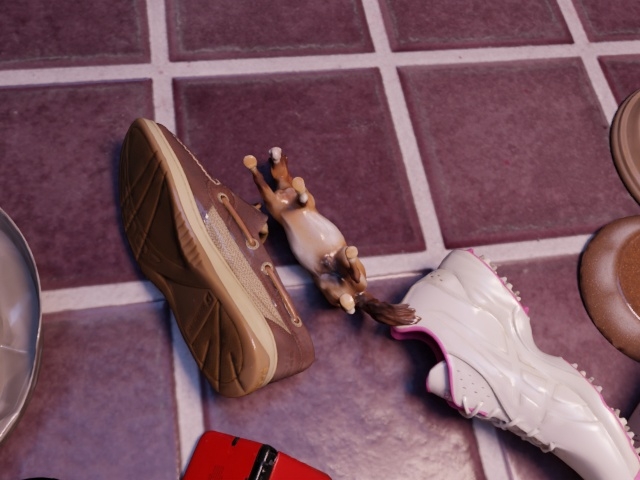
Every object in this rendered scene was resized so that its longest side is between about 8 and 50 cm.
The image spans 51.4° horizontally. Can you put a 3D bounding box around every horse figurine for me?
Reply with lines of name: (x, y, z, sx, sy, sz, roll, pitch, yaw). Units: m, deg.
horse figurine: (0.000, 0.000, 0.723, 0.066, 0.174, 0.263, -37, 82, -3)

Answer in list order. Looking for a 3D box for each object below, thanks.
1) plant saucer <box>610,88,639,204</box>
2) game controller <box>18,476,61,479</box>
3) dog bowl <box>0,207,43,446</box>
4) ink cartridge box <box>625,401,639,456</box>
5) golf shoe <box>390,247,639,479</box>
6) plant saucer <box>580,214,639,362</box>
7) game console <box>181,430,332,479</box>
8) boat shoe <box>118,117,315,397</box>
plant saucer: (0.535, -0.116, 0.904, 0.277, 0.041, 0.278, 3, 63, -6)
game controller: (-0.264, 0.368, 0.541, 0.166, 0.067, 0.319, -10, 65, -12)
dog bowl: (-0.433, 0.102, 0.629, 0.348, 0.102, 0.349, 3, 63, -6)
ink cartridge box: (0.433, 0.176, 0.687, 0.153, 0.087, 0.208, 36, 83, 11)
golf shoe: (0.195, 0.157, 0.695, 0.140, 0.115, 0.306, -33, 66, -10)
plant saucer: (0.414, 0.054, 0.795, 0.198, 0.036, 0.199, 2, 69, -4)
game console: (-0.075, 0.274, 0.642, 0.124, 0.085, 0.144, 4, 58, 30)
boat shoe: (-0.114, 0.005, 0.729, 0.123, 0.123, 0.342, -7, 53, -44)
